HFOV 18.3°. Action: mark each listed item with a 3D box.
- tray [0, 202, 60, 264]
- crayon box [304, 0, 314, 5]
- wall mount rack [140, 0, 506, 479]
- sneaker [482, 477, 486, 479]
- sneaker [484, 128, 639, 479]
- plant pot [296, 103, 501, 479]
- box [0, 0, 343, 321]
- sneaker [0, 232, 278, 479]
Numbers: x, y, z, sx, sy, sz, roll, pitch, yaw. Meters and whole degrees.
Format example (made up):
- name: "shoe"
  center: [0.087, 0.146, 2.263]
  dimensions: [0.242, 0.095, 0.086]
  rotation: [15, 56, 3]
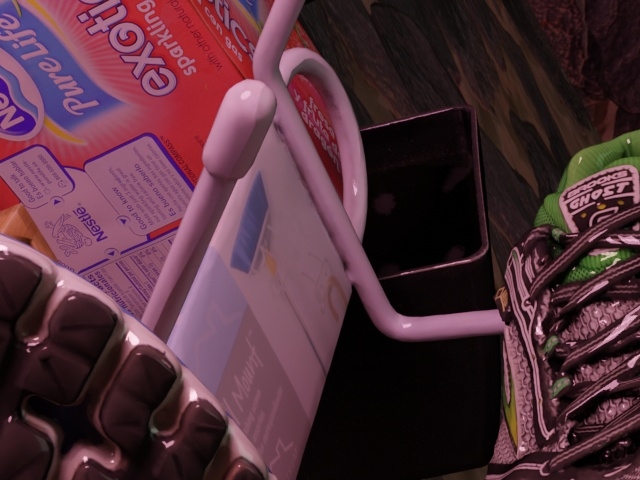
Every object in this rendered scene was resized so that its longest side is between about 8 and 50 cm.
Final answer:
- name: "tray"
  center: [-0.130, 0.161, 0.691]
  dimensions: [0.203, 0.076, 0.411]
  rotation: [61, 17, -18]
- name: "crayon box"
  center: [-0.126, -0.361, 1.349]
  dimensions: [0.313, 0.106, 0.363]
  rotation: [24, 49, -62]
- name: "wall mount rack"
  center: [0.000, 0.000, 0.813]
  dimensions: [0.350, 0.130, 0.304]
  rotation: [-72, 147, -45]
- name: "sneaker"
  center: [0.146, 0.254, 0.802]
  dimensions: [0.169, 0.257, 0.447]
  rotation: [42, 8, -48]
- name: "sneaker"
  center: [0.112, 0.055, 0.793]
  dimensions: [0.343, 0.134, 0.146]
  rotation: [-66, 139, -68]
- name: "plant pot"
  center: [0.025, 0.048, 1.208]
  dimensions: [0.188, 0.187, 0.167]
  rotation: [-88, 163, -58]
- name: "box"
  center: [-0.119, -0.112, 0.991]
  dimensions: [0.300, 0.154, 0.142]
  rotation: [54, 19, -34]
- name: "sneaker"
  center: [-0.145, 0.025, 0.557]
  dimensions: [0.330, 0.130, 0.147]
  rotation: [32, 6, 0]
